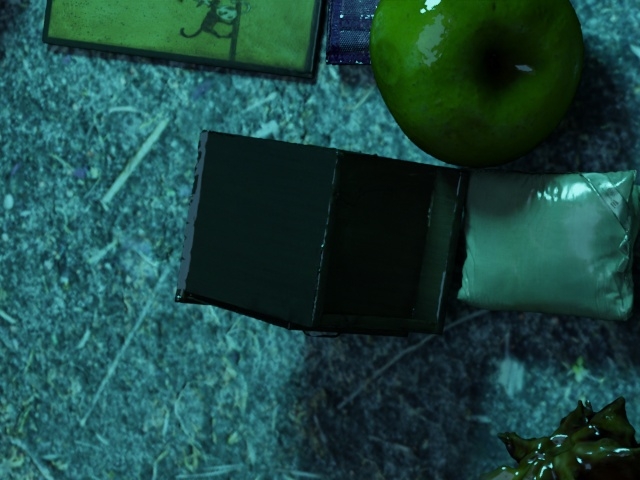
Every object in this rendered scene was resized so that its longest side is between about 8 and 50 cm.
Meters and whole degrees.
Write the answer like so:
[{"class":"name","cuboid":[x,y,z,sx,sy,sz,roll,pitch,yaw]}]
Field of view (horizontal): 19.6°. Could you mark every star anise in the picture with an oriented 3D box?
[{"class":"star anise","cuboid":[0.246,0.245,1.591,0.346,0.148,0.237,-6,43,30]}]

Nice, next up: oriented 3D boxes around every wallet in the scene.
[{"class":"wallet","cuboid":[0.058,-0.250,1.779,0.111,0.030,0.166,2,89,30]}]

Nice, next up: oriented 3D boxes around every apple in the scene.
[{"class":"apple","cuboid":[0.135,-0.165,1.648,0.157,0.196,0.196,28,104,60]}]

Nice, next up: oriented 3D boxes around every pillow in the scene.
[{"class":"pillow","cuboid":[0.201,0.000,1.665,0.181,0.078,0.134,5,91,31]}]

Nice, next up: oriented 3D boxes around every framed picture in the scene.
[{"class":"framed picture","cuboid":[-0.134,-0.310,1.898,0.338,0.014,0.255,11,94,29]}]

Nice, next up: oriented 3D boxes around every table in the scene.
[{"class":"table","cuboid":[0.000,0.000,1.697,0.193,0.169,0.173,12,94,47]}]
